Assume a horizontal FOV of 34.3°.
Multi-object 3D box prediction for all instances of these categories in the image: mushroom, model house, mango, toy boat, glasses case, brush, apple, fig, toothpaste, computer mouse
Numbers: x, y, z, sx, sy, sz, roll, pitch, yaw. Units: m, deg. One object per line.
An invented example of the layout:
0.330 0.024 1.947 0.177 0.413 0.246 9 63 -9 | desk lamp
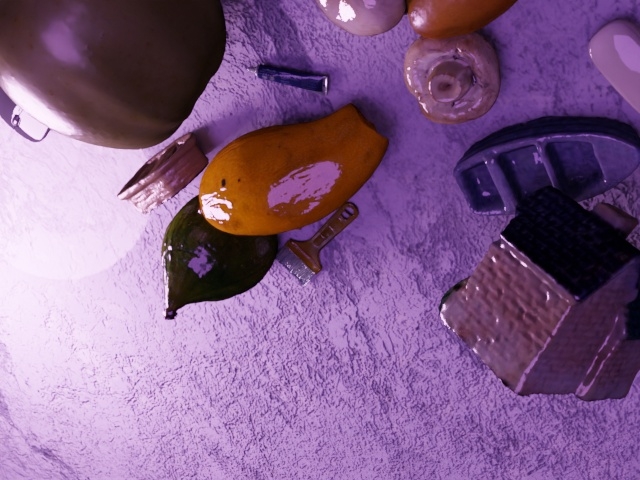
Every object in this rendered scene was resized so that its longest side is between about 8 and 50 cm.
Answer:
0.191 -0.239 1.506 0.148 0.112 0.148 8 124 12 | mushroom
0.384 0.067 1.535 0.243 0.298 0.284 50 122 36 | model house
-0.052 -0.107 1.682 0.359 0.187 0.144 -14 151 31 | mango
0.342 -0.114 1.545 0.283 0.078 0.127 -12 116 32 | toy boat
-0.263 -0.122 1.818 0.188 0.116 0.061 -28 112 41 | toy boat
0.454 -0.219 1.429 0.204 0.051 0.081 45 129 -8 | glasses case
0.000 0.000 1.840 0.082 0.010 0.218 42 131 -6 | brush
0.060 -0.366 1.483 0.154 0.122 0.154 36 165 11 | mushroom
-0.315 -0.319 1.558 0.357 0.357 0.357 13 128 18 | apple
-0.204 0.037 1.824 0.203 0.235 0.203 17 131 20 | fig
-0.053 -0.262 1.672 0.140 0.021 0.037 15 135 15 | toothpaste
-0.515 -0.268 1.875 0.120 0.057 0.232 42 130 -5 | computer mouse
0.203 -0.365 1.404 0.147 0.109 0.227 37 123 -20 | mango
